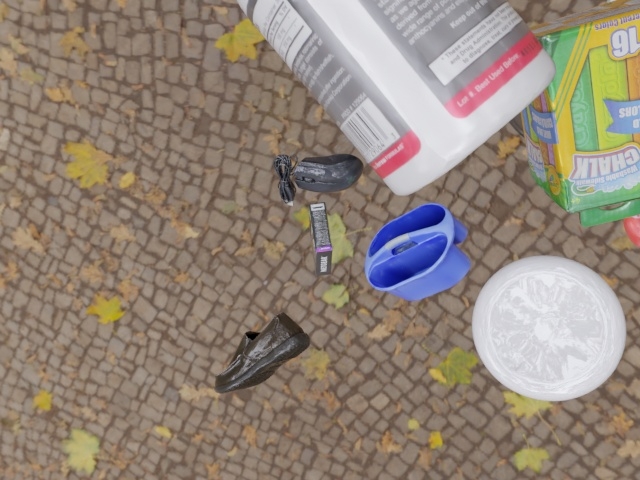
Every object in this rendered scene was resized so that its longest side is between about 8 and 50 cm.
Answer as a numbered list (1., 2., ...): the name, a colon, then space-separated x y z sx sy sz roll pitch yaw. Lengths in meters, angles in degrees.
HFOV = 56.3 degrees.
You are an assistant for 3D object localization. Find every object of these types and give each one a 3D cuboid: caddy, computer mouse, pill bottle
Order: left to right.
1. computer mouse: 0.002 -0.188 1.819 0.272 0.072 0.189 -8 137 -2
2. pill bottle: 0.037 -0.211 0.523 0.176 0.176 0.319 -39 93 20
3. caddy: 0.281 0.034 1.788 0.179 0.241 0.341 29 138 -33
4. pill bottle: 0.214 0.079 0.565 0.117 0.215 0.117 -3 83 21

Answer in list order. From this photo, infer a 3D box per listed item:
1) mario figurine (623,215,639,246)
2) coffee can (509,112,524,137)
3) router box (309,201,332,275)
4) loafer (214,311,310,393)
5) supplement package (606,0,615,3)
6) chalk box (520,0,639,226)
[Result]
1. mario figurine: 0.908 -0.016 1.452 0.320 0.198 0.170 23 115 17
2. coffee can: 0.625 -0.387 1.501 0.201 0.201 0.275 42 85 -2
3. router box: 0.000 0.000 1.548 0.046 0.179 0.133 -7 68 -3
4. loafer: -0.107 0.194 1.029 0.220 0.080 0.078 -37 67 27
5. supplement package: 0.837 -0.585 1.654 0.105 0.179 0.105 0 67 12
6. chalk box: 0.376 -0.151 0.787 0.180 0.179 0.289 -14 109 9
